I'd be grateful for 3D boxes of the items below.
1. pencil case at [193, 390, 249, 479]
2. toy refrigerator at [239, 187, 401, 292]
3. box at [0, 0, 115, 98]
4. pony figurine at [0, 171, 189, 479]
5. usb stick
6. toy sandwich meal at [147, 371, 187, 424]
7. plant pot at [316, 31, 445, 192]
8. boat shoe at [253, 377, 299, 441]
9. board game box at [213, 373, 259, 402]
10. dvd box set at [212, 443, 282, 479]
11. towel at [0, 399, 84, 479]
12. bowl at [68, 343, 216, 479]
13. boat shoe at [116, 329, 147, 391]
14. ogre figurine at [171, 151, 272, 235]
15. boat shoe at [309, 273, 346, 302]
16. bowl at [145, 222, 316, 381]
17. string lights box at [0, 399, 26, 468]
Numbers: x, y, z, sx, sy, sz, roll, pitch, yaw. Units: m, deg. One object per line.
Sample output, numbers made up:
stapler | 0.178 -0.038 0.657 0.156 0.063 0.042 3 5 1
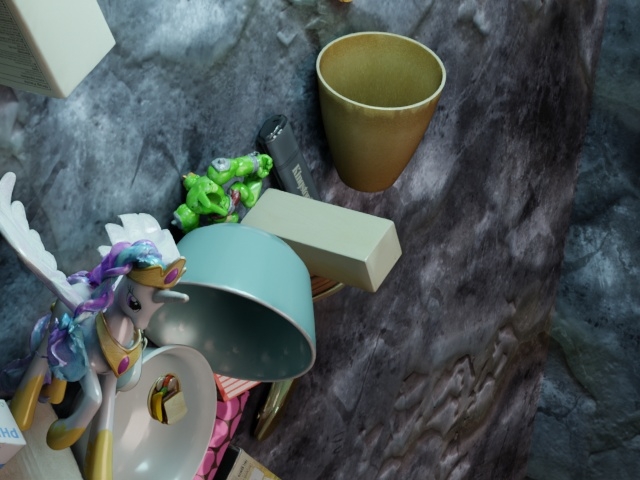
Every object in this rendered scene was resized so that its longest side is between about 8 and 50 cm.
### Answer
pencil case | -0.207 0.347 2.187 0.098 0.095 0.209 31 74 -31
toy refrigerator | 0.000 0.000 2.176 0.102 0.269 0.094 -54 144 -31
box | -0.391 -0.337 1.517 0.121 0.148 0.311 -54 145 -30
pony figurine | -0.318 0.099 1.679 0.302 0.351 0.364 8 117 -41
usb stick | -0.050 -0.118 2.258 0.077 0.045 0.278 -57 145 -28
toy sandwich meal | -0.234 0.245 1.889 0.085 0.029 0.086 -31 128 -49
plant pot | 0.099 -0.223 2.312 0.237 0.237 0.254 -44 153 -39
boat shoe | -0.095 0.320 2.401 0.153 0.048 0.056 -64 160 -4
board game box | -0.125 0.176 2.162 0.193 0.045 0.147 -28 103 -25
dvd box set | -0.154 0.605 2.413 0.308 0.062 0.420 -64 147 -16
towel | -0.409 0.354 1.744 0.049 0.282 0.187 -36 161 24
bowl | -0.306 0.293 1.953 0.298 0.134 0.298 -30 127 -49
boat shoe | -0.294 0.140 1.844 0.077 0.219 0.070 -36 136 18
ogre figurine | -0.169 -0.070 2.033 0.197 0.097 0.118 -35 151 22
boat shoe | -0.026 0.052 2.312 0.307 0.110 0.105 -41 137 -42
bowl | -0.140 0.086 1.991 0.311 0.311 0.163 61 37 -50
string lights box | -0.513 0.308 1.556 0.259 0.077 0.133 -43 154 16
